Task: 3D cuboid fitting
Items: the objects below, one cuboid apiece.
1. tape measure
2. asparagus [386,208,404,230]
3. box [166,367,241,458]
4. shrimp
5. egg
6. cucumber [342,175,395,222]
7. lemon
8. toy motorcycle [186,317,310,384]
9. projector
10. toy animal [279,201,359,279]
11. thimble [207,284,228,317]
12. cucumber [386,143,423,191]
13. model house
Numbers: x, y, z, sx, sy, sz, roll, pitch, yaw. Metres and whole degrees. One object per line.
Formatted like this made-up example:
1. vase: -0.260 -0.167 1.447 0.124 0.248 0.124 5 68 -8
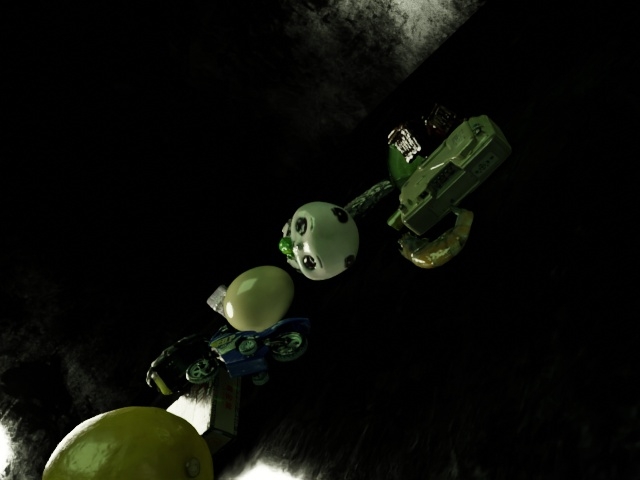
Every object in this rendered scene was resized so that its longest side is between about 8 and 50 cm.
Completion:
1. tape measure: -0.367 0.337 1.580 0.199 0.112 0.186 -43 -12 5
2. asparagus: 0.232 -0.097 1.428 0.178 0.045 0.041 -49 45 7
3. box: -0.323 0.479 1.507 0.310 0.084 0.198 -45 28 28
4. shrimp: 0.228 -0.011 1.171 0.150 0.051 0.217 -48 19 -5
5. egg: -0.184 0.176 1.791 0.241 0.186 0.186 -38 15 17
6. cucumber: 0.141 -0.128 1.811 0.211 0.062 0.078 -43 13 33
7. lemon: -0.386 0.501 1.204 0.348 0.348 0.348 -48 12 13
8. toy motorcycle: -0.176 0.264 1.460 0.315 0.113 0.169 -15 28 2
9. projector: 0.281 -0.154 1.300 0.269 0.088 0.193 -45 15 24
10. toy animal: -0.009 0.001 1.631 0.212 0.212 0.267 -51 5 -4
11. thimble: -0.364 0.250 2.338 0.098 0.150 0.150 -51 11 -8
12. cucumber: 0.237 -0.194 1.619 0.193 0.115 0.086 -80 -12 -59
13. model house: 0.284 -0.271 1.479 0.203 0.164 0.141 -31 28 54
